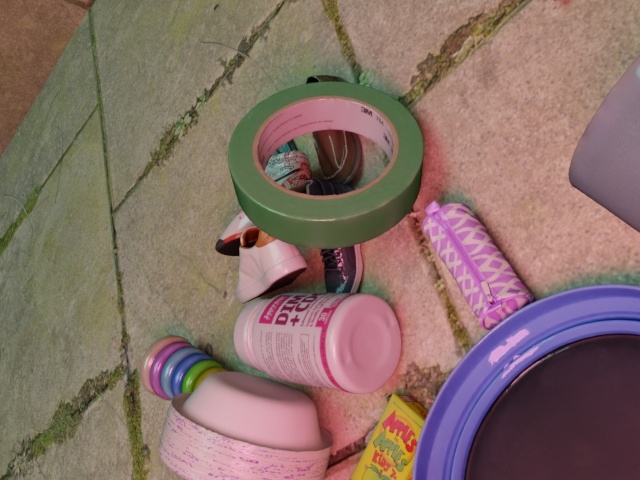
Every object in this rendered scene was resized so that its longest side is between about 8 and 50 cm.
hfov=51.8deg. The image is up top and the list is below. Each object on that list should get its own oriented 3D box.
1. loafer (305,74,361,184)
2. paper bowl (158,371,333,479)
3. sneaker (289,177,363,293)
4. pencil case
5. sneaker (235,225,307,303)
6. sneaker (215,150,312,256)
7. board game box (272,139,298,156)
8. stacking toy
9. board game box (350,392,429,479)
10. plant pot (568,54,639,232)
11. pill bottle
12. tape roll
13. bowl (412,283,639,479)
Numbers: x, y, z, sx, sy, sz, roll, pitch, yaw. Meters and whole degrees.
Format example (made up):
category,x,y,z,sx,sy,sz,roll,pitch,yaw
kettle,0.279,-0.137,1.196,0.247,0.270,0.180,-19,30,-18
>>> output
category,x,y,z,sx,sy,sz,roll,pitch,yaw
loafer,0.010,-0.216,1.274,0.094,0.087,0.251,-33,56,39
paper bowl,-0.118,0.317,1.116,0.284,0.284,0.148,15,89,49
sneaker,-0.001,-0.001,1.171,0.086,0.163,0.226,-6,76,46
pencil case,0.224,0.035,0.963,0.086,0.088,0.206,-48,47,25
sneaker,-0.109,0.038,1.264,0.123,0.106,0.290,64,152,7
sneaker,-0.115,-0.076,1.334,0.270,0.090,0.144,-30,57,36
board game box,-0.078,-0.120,1.393,0.126,0.026,0.186,-46,48,29
stacking toy,-0.236,0.309,1.388,0.330,0.141,0.141,14,90,43
board game box,0.117,0.341,1.029,0.092,0.043,0.181,36,106,47
plant pot,0.432,-0.086,0.626,0.235,0.293,0.293,50,118,27
pill bottle,-0.016,0.169,1.137,0.283,0.160,0.160,-5,75,48
tape roll,0.010,-0.135,1.102,0.077,0.321,0.321,84,166,-53
bowl,0.275,0.227,0.737,0.391,0.077,0.391,-40,23,21
